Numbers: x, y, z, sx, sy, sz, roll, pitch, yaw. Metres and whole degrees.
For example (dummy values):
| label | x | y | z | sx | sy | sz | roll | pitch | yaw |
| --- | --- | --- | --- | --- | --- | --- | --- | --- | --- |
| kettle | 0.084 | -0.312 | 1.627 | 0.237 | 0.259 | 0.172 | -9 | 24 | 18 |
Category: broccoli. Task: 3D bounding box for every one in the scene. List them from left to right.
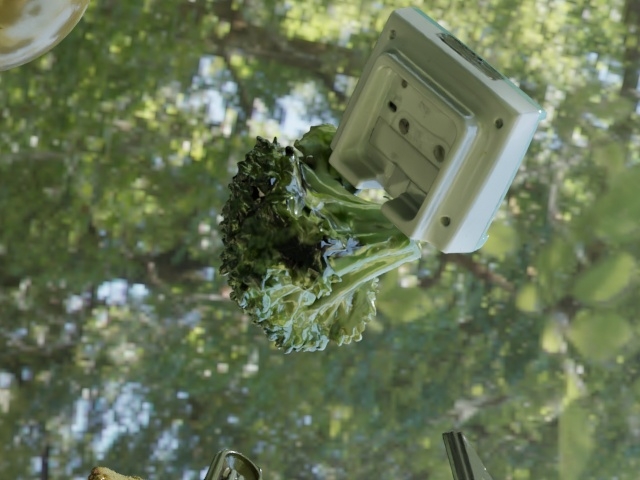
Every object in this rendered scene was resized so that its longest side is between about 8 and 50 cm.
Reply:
| label | x | y | z | sx | sy | sz | roll | pitch | yaw |
| --- | --- | --- | --- | --- | --- | --- | --- | --- | --- |
| broccoli | 0.002 | 0.011 | 2.014 | 0.293 | 0.280 | 0.348 | -74 | 148 | -68 |

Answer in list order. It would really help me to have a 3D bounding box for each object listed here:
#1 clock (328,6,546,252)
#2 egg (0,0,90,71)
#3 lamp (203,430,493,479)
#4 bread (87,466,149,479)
| label | x | y | z | sx | sy | sz | roll | pitch | yaw |
| --- | --- | --- | --- | --- | --- | --- | --- | --- | --- |
| clock | 0.136 | -0.142 | 1.801 | 0.262 | 0.116 | 0.231 | 45 | -52 | 31 |
| egg | -0.346 | -0.286 | 1.347 | 0.322 | 0.250 | 0.250 | 28 | -71 | 52 |
| lamp | 0.031 | 0.244 | 1.257 | 0.203 | 0.283 | 0.125 | -92 | 170 | -66 |
| bread | -0.316 | 0.482 | 1.971 | 0.185 | 0.114 | 0.275 | -155 | -100 | -75 |
